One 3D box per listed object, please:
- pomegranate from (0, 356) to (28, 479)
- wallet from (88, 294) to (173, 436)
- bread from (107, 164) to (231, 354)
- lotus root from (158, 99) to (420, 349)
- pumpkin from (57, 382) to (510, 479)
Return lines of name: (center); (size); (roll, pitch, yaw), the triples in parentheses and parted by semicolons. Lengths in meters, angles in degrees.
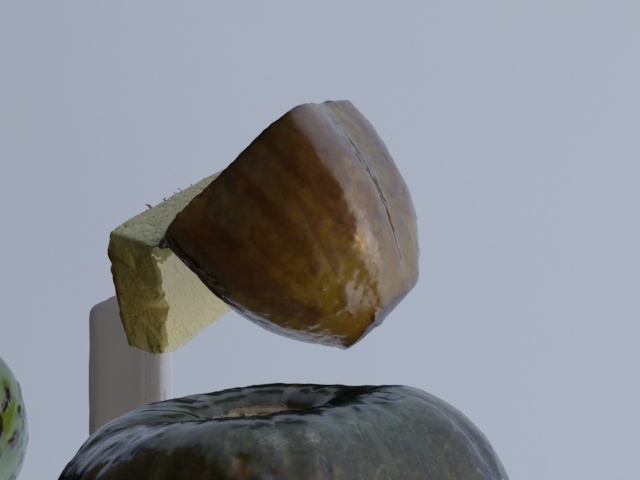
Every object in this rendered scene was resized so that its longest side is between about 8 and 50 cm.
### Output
pomegranate: (-0.389, 0.229, 1.392); (0.286, 0.231, 0.231); (59, -33, -1)
wallet: (-0.201, 0.130, 1.429); (0.033, 0.095, 0.190); (65, 11, -49)
bread: (-0.115, 0.015, 1.283); (0.068, 0.188, 0.125); (19, -55, 30)
lotus root: (-0.001, 0.001, 1.134); (0.180, 0.199, 0.188); (48, -69, 9)
pumpkin: (-0.027, 0.179, 0.737); (0.260, 0.260, 0.189); (-1, -86, 58)
